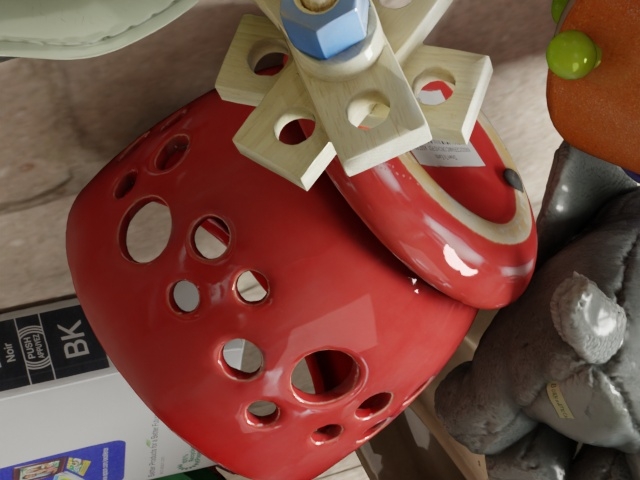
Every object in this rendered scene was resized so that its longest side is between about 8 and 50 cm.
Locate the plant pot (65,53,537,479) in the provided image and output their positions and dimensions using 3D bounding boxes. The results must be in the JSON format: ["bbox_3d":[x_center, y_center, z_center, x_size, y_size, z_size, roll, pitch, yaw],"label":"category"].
[{"bbox_3d":[0.000,0.000,0.962,0.174,0.191,0.191,-36,148,25],"label":"plant pot"}]

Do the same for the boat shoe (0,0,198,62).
[{"bbox_3d":[-0.147,-0.108,0.809,0.228,0.069,0.081,-19,112,-12],"label":"boat shoe"}]

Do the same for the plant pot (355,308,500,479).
[{"bbox_3d":[0.168,0.121,1.257,0.229,0.263,0.263,-31,155,-14],"label":"plant pot"}]

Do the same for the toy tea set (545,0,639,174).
[{"bbox_3d":[0.207,-0.063,0.858,0.200,0.124,0.336,-48,144,-8],"label":"toy tea set"}]

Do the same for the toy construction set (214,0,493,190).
[{"bbox_3d":[-0.047,-0.161,0.660,0.215,0.151,0.327,-4,139,12],"label":"toy construction set"}]

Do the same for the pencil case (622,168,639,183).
[{"bbox_3d":[0.290,-0.116,1.002,0.306,0.119,0.133,-15,179,-9],"label":"pencil case"}]

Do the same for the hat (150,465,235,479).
[{"bbox_3d":[-0.094,0.165,1.377,0.208,0.183,0.173,33,128,-4],"label":"hat"}]

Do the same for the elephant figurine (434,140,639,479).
[{"bbox_3d":[0.168,0.024,1.057,0.169,0.239,0.186,43,142,-17],"label":"elephant figurine"}]

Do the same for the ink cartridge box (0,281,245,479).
[{"bbox_3d":[-0.215,0.112,1.164,0.333,0.065,0.165,-13,152,-15],"label":"ink cartridge box"}]
